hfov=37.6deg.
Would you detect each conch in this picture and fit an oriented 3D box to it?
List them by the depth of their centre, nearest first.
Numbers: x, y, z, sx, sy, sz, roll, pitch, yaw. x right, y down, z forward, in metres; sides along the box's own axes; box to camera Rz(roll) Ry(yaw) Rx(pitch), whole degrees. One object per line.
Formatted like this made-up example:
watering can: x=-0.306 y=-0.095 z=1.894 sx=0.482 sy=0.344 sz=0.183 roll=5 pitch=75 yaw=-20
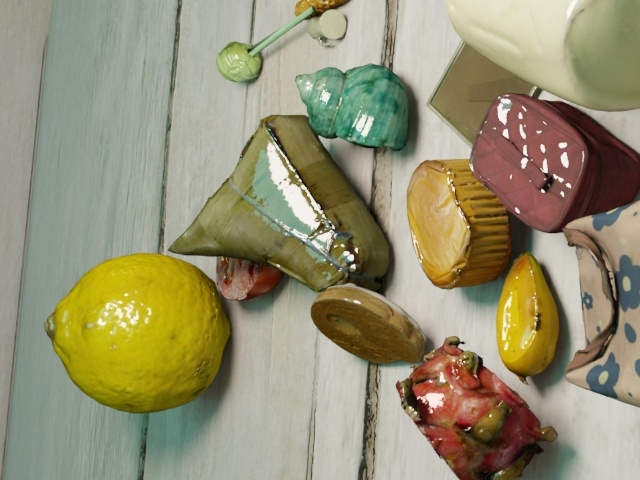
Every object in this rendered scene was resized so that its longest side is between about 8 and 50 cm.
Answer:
conch: x=0.055 y=-0.237 z=1.631 sx=0.202 sy=0.196 sz=0.134 roll=4 pitch=109 yaw=13

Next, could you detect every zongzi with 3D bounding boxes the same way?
zongzi: x=-0.082 y=0.020 z=1.701 sx=0.393 sy=0.174 sz=0.356 roll=-45 pitch=65 yaw=24

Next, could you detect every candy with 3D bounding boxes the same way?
candy: x=-0.109 y=-0.416 z=1.957 sx=0.093 sy=0.092 sz=0.335 roll=53 pitch=144 yaw=-11

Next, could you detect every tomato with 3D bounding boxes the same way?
tomato: x=-0.136 y=0.022 z=1.915 sx=0.225 sy=0.085 sz=0.225 roll=-16 pitch=71 yaw=56

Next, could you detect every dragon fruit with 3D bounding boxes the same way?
dragon fruit: x=0.209 y=0.236 z=1.292 sx=0.147 sy=0.282 sz=0.211 roll=-37 pitch=47 yaw=-1

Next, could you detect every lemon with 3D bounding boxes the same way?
lemon: x=-0.381 y=0.193 z=1.981 sx=0.350 sy=0.387 sz=0.350 roll=180 pitch=90 yaw=-73

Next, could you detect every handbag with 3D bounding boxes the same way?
handbag: x=0.392 y=0.074 z=1.098 sx=0.193 sy=0.190 sz=0.252 roll=176 pitch=96 yaw=-64
handbag: x=0.314 y=-0.104 z=1.276 sx=0.225 sy=0.135 sz=0.146 roll=52 pitch=129 yaw=44

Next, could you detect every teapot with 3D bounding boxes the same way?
teapot: x=0.008 y=-0.414 z=1.837 sx=0.083 sy=0.057 sz=0.067 roll=15 pitch=106 yaw=62

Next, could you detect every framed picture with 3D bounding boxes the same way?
framed picture: x=0.254 y=-0.229 z=1.486 sx=0.203 sy=0.015 sz=0.150 roll=53 pitch=125 yaw=46

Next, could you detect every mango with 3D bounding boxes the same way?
mango: x=0.290 y=0.109 z=1.324 sx=0.101 sy=0.066 sz=0.188 roll=-32 pitch=53 yaw=56

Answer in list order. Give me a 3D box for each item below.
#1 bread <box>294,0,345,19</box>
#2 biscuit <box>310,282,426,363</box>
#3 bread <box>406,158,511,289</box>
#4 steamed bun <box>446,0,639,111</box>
bread: x=0.004 y=-0.473 z=1.854 sx=0.157 sy=0.052 sz=0.044 roll=-10 pitch=107 yaw=54
biscuit: x=0.075 y=0.136 z=1.548 sx=0.208 sy=0.181 sz=0.049 roll=-15 pitch=35 yaw=57
bread: x=0.210 y=-0.027 z=1.408 sx=0.199 sy=0.104 sz=0.199 roll=174 pitch=90 yaw=-70
steamed bun: x=0.371 y=-0.395 z=1.131 sx=0.456 sy=0.290 sz=0.371 roll=-65 pitch=33 yaw=18
